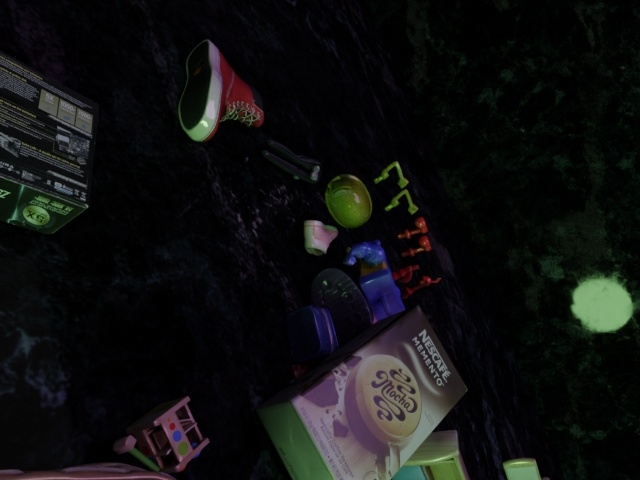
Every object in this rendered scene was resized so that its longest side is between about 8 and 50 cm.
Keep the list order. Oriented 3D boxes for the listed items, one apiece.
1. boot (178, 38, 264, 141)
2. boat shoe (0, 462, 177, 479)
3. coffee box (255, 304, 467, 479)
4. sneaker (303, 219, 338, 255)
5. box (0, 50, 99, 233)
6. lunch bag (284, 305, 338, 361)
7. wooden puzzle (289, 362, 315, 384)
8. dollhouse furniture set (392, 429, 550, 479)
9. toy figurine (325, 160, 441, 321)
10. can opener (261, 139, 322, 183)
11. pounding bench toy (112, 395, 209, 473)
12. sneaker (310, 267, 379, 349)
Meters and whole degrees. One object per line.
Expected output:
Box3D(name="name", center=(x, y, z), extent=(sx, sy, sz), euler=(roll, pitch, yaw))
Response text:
Box3D(name="boot", center=(-0.166, -0.240, 0.822), extent=(0.176, 0.088, 0.244), euler=(39, 34, -42))
Box3D(name="boat shoe", center=(-0.238, 0.214, 0.321), extent=(0.285, 0.089, 0.105), euler=(15, 56, -55))
Box3D(name="coffee box", center=(0.075, 0.246, 0.686), extent=(0.297, 0.119, 0.168), euler=(-26, 83, -41))
Box3D(name="sneaker", center=(0.000, 0.000, 0.957), extent=(0.134, 0.050, 0.070), euler=(17, 71, -67))
Box3D(name="box", center=(-0.329, -0.108, 0.437), extent=(0.180, 0.077, 0.147), euler=(26, 47, -50))
Box3D(name="lunch bag", center=(-0.014, 0.161, 0.776), extent=(0.065, 0.067, 0.099), euler=(21, 49, -53))
Box3D(name="wooden puzzle", center=(-0.028, 0.236, 0.756), extent=(0.083, 0.006, 0.049), euler=(18, 53, -55))
Box3D(name="dollhouse furniture set", center=(0.218, 0.475, 0.655), extent=(0.303, 0.286, 0.198), euler=(-65, 136, -62))
Box3D(name="toy figurine", center=(0.139, 0.050, 0.909), extent=(0.217, 0.191, 0.363), euler=(-85, 156, -56))
Box3D(name="can opener", center=(-0.062, -0.172, 0.990), extent=(0.186, 0.073, 0.059), euler=(13, 96, -53))
Box3D(name="pounding bench toy", center=(-0.172, 0.221, 0.472), extent=(0.083, 0.052, 0.065), euler=(-25, 91, -62))
Box3D(name="sneaker", center=(0.077, 0.197, 0.896), extent=(0.319, 0.112, 0.131), euler=(64, 7, -3))
